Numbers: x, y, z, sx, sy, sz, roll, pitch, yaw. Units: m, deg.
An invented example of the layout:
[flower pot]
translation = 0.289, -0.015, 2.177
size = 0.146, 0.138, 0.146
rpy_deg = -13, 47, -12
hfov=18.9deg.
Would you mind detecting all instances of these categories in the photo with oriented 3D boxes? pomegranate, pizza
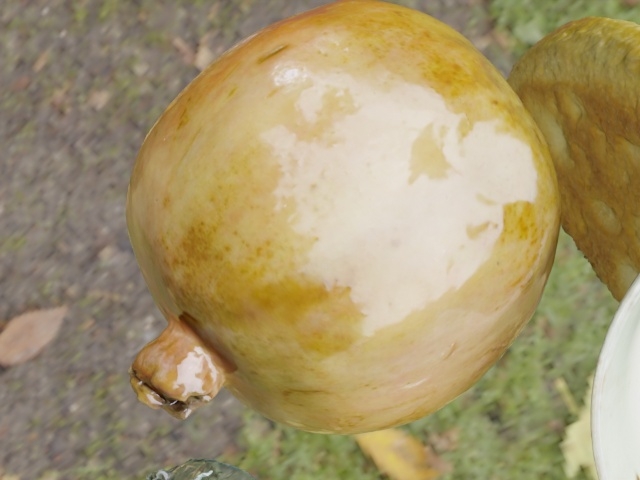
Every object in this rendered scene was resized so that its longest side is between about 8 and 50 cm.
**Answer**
[pomegranate]
translation = 0.000, 0.000, 1.105
size = 0.270, 0.252, 0.229
rpy_deg = -37, 72, -18
[pizza]
translation = 0.223, -0.076, 1.330
size = 0.087, 0.268, 0.258
rpy_deg = -28, 68, -15

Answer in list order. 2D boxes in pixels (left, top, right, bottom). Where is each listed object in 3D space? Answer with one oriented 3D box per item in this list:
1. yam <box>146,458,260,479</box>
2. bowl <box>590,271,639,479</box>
[yam]
translation = -0.090, 0.258, 0.852
size = 0.271, 0.201, 0.202
rpy_deg = -32, 117, -29
[bowl]
translation = 0.290, 0.083, 1.072
size = 0.277, 0.277, 0.145
rpy_deg = 51, 13, -2
